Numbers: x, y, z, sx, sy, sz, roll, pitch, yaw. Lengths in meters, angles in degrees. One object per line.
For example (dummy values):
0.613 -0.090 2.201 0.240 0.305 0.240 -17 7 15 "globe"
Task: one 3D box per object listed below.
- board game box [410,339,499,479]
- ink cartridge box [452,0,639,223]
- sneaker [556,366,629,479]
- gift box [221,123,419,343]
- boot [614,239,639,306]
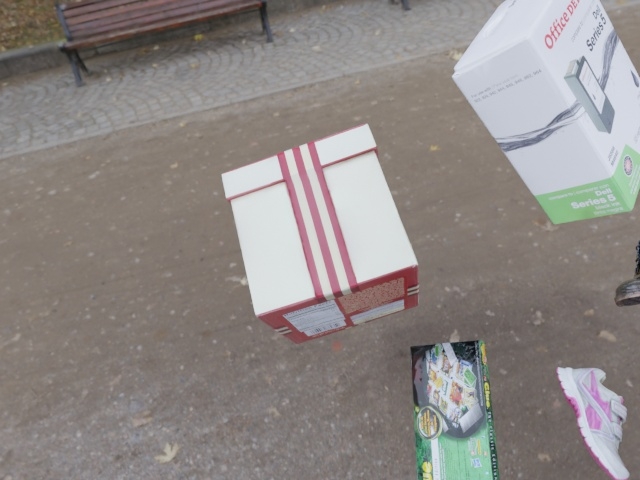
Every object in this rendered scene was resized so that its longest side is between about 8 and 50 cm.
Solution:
0.215 0.300 0.782 0.136 0.030 0.260 -15 66 39 "board game box"
0.330 -0.191 0.650 0.114 0.273 0.198 -12 36 55 "ink cartridge box"
0.618 0.387 1.049 0.111 0.103 0.252 -21 54 18 "sneaker"
0.000 0.000 0.756 0.255 0.276 0.258 -16 67 0 "gift box"
0.511 0.041 0.750 0.219 0.082 0.106 -3 72 -34 "boot"
